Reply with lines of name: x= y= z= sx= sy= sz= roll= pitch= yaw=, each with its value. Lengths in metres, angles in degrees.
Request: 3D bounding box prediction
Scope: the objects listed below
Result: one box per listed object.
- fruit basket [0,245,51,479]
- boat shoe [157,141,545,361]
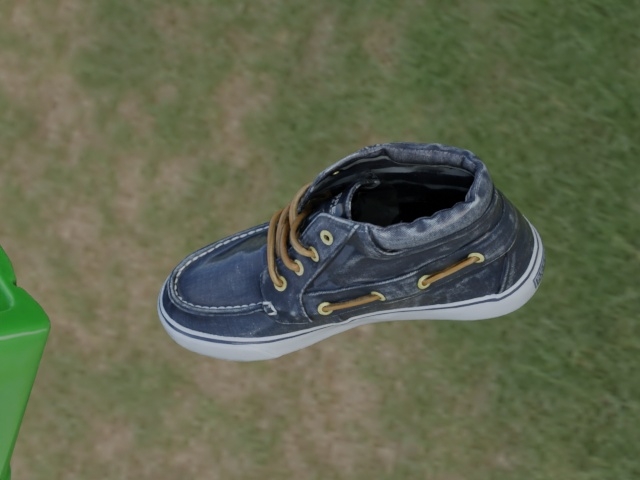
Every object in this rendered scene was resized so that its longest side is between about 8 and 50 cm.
fruit basket: x=-0.394 y=0.107 z=1.088 sx=0.392 sy=0.392 sz=0.283 roll=-47 pitch=67 yaw=25
boat shoe: x=0.000 y=0.000 z=0.802 sx=0.183 sy=0.083 sz=0.065 roll=-10 pitch=56 yaw=20
